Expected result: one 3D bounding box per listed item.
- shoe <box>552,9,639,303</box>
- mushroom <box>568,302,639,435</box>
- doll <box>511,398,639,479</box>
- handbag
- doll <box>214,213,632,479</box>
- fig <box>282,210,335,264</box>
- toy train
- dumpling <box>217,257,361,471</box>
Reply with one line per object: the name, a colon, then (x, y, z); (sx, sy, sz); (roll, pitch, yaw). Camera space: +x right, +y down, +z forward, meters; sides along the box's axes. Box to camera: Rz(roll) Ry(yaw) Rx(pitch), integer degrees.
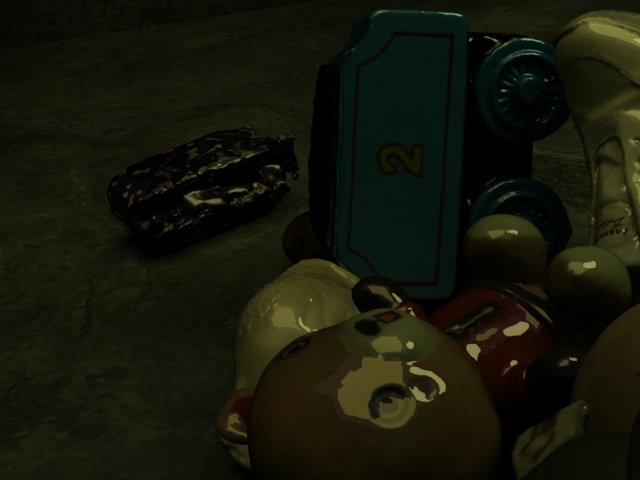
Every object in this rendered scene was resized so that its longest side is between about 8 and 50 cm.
shoe: (0.302, -0.043, 0.992); (0.210, 0.342, 0.132); (-36, -1, -31)
mushroom: (0.265, 0.116, 0.737); (0.204, 0.204, 0.204); (-9, 22, 4)
doll: (0.116, 0.259, 0.519); (0.378, 0.252, 0.382); (-36, 8, 26)
handbag: (-0.154, -0.074, 1.484); (0.260, 0.113, 0.162); (-24, 20, -27)
doll: (0.090, 0.113, 0.861); (0.330, 0.174, 0.235); (-28, 39, -28)
fig: (0.000, 0.000, 1.301); (0.074, 0.074, 0.088); (9, 8, 38)
toy train: (0.118, -0.081, 1.152); (0.264, 0.300, 0.188); (1, 7, -7)
dumpling: (0.006, 0.105, 0.986); (0.166, 0.126, 0.216); (12, 24, 10)
